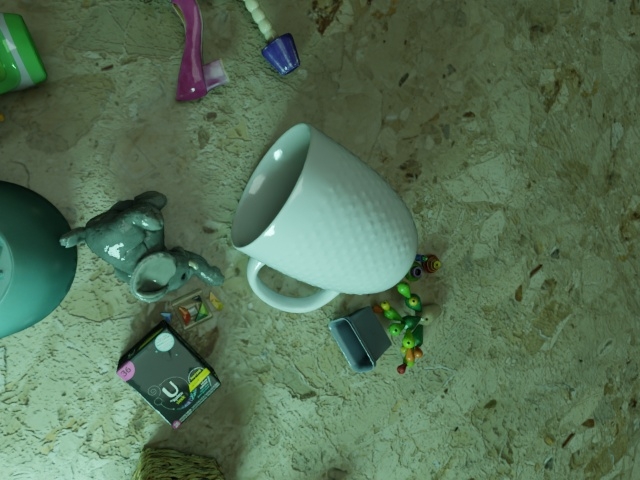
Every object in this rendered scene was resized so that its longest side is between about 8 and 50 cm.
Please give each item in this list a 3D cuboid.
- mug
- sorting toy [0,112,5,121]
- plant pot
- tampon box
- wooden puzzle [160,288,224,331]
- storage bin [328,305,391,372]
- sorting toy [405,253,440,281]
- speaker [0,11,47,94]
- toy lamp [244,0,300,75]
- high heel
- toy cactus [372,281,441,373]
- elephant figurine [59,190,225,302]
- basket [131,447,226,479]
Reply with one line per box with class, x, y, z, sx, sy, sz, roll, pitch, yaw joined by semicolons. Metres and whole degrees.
mug;0.000;0.000;0.970;0.328;0.276;0.374;29;111;-26
sorting toy;-0.688;-0.127;0.751;0.347;0.196;0.047;-26;141;-18
plant pot;-0.568;0.037;0.745;0.293;0.235;0.293;-1;92;-21
tampon box;-0.300;0.261;0.923;0.120;0.101;0.161;-44;105;-15
wooden puzzle;-0.268;0.147;0.980;0.116;0.014;0.079;-33;102;-17
storage bin;0.096;0.224;1.083;0.091;0.098;0.135;-28;87;-37
sorting toy;0.262;0.065;1.167;0.102;0.042;0.061;-24;99;-19
speaker;-0.634;-0.289;0.771;0.296;0.131;0.131;-22;99;-19
toy lamp;-0.134;-0.484;0.985;0.080;0.080;0.275;-37;104;-16
high heel;-0.284;-0.410;0.938;0.117;0.082;0.244;-25;104;-9
toy cactus;0.224;0.199;1.140;0.180;0.112;0.219;-15;94;-39
elephant figurine;-0.322;0.041;0.893;0.186;0.169;0.239;-14;115;8
basket;-0.284;0.589;0.873;0.213;0.223;0.299;22;82;-20
